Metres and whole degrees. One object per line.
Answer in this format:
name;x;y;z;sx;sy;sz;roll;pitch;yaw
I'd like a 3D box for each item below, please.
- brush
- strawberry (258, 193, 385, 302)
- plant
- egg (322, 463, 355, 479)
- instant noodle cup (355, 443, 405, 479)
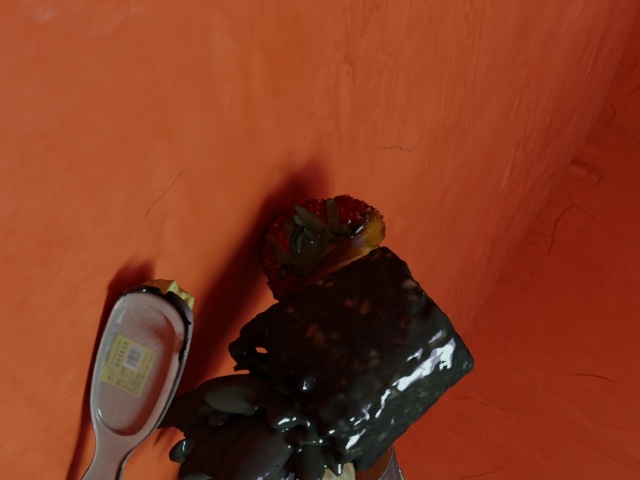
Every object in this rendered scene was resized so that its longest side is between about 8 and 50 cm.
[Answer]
brush;-0.169;0.158;0.831;0.067;0.072;0.313;-59;172;-61
strawberry;-0.001;-0.001;1.004;0.192;0.085;0.140;-32;157;-39
plant;-0.019;0.149;0.946;0.320;0.194;0.181;-37;148;-1
egg;-0.053;0.295;1.175;0.195;0.195;0.233;100;6;-49
instant noodle cup;0.027;0.374;1.517;0.235;0.234;0.178;-49;150;-34
